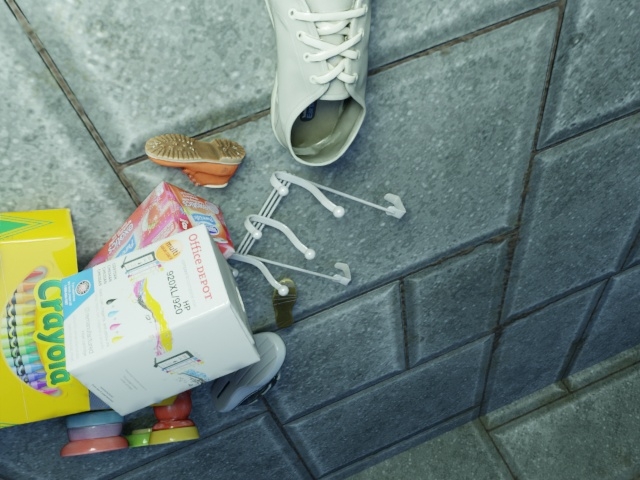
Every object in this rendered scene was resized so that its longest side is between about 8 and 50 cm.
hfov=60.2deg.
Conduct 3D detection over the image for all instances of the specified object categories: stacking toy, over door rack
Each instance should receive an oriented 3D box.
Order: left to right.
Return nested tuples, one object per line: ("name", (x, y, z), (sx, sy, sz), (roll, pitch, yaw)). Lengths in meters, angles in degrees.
("stacking toy", (-0.483, 0.452, 1.383), (0.309, 0.130, 0.279), (3, 160, -29))
("over door rack", (0.000, 0.000, 1.097), (0.324, 0.108, 0.239), (8, 131, -37))

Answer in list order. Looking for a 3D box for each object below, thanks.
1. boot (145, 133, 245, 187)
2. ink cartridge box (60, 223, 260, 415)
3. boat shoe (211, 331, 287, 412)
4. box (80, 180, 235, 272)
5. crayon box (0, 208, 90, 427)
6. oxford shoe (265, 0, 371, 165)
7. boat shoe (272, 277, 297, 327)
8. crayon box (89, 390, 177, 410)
("boot", (-0.205, -0.119, 0.880), (0.158, 0.059, 0.084), (2, 139, -34))
("ink cartridge box", (-0.238, 0.120, 0.841), (0.233, 0.171, 0.168), (-22, 140, -5))
("boat shoe", (-0.161, 0.324, 1.392), (0.119, 0.121, 0.335), (-2, 147, -40))
("box", (-0.288, 0.039, 0.959), (0.257, 0.122, 0.128), (-42, 139, 19))
("crayon box", (-0.546, 0.141, 0.871), (0.313, 0.106, 0.362), (-5, 122, -24))
("oxford shoe", (0.007, -0.283, 0.756), (0.169, 0.130, 0.449), (-12, 139, -16))
("boat shoe", (-0.083, 0.137, 1.266), (0.056, 0.048, 0.153), (-6, 132, -7))
("crayon box", (-0.444, 0.275, 1.175), (0.323, 0.083, 0.203), (8, 130, -36))
